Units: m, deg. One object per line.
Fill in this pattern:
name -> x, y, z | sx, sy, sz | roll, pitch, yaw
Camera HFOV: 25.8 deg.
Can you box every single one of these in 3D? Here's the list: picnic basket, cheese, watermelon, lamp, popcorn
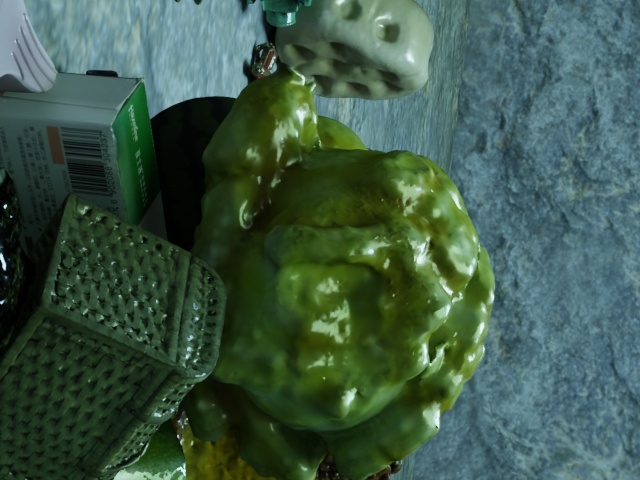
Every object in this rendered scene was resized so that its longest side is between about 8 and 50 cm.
picnic basket -> -0.180, 0.096, 1.089 | 0.196, 0.154, 0.134 | -51, -157, 35
cheese -> 0.040, -0.272, 1.900 | 0.235, 0.218, 0.117 | 30, 64, -39
watermelon -> -0.108, -0.042, 1.406 | 0.212, 0.212, 0.212 | 7, 90, -76
lamp -> -0.075, -0.207, 1.810 | 0.063, 0.031, 0.083 | -65, 160, -46
popcorn -> 0.011, 0.043, 1.207 | 0.335, 0.279, 0.274 | -66, 168, 18

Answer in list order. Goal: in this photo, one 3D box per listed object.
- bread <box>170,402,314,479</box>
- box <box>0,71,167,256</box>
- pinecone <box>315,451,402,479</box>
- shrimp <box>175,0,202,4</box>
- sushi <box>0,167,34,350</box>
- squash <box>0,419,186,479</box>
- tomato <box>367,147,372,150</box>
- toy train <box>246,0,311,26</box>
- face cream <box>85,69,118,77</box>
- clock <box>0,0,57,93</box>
bread -> -0.108, 0.262, 1.462 | 0.398, 0.215, 0.398 | 10, 90, -88
box -> -0.208, -0.039, 1.158 | 0.081, 0.135, 0.199 | -64, 157, -52
pinecone -> 0.024, 0.301, 2.130 | 0.208, 0.207, 0.208 | 7, 90, -76
shrimp -> -0.099, -0.355, 1.515 | 0.168, 0.077, 0.317 | 54, 43, -43
sushi -> -0.277, 0.040, 0.944 | 0.225, 0.124, 0.127 | -65, 154, -57
squash -> -0.211, 0.212, 1.232 | 0.123, 0.170, 0.170 | -1, 97, -63
tomato -> 0.000, 0.000, 1.801 | 0.270, 0.227, 0.270 | -170, -90, -81
toy train -> -0.046, -0.397, 1.726 | 0.159, 0.101, 0.248 | -84, 176, -65
face cream -> -0.206, -0.020, 1.289 | 0.078, 0.078, 0.273 | -33, 128, -72
clock -> -0.266, -0.197, 0.978 | 0.290, 0.080, 0.275 | 66, 33, -64
